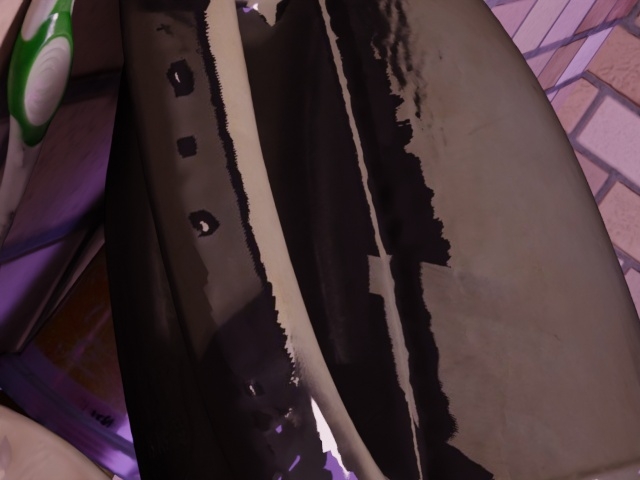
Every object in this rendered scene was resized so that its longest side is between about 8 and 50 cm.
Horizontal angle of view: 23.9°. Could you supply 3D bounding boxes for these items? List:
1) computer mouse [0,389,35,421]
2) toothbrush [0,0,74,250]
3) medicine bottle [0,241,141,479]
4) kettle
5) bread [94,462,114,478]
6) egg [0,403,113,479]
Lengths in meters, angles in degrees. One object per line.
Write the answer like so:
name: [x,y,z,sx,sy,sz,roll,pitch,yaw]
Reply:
computer mouse: [-0.200,0.153,0.772,0.045,0.102,0.199,-21,-171,42]
toothbrush: [-0.108,-0.073,0.602,0.030,0.030,0.304,-38,162,-54]
medicine bottle: [-0.016,-0.068,0.846,0.426,0.108,0.108,-54,170,-3]
kettle: [0.000,0.000,0.625,0.228,0.324,0.321,-18,168,16]
bread: [-0.216,0.187,0.920,0.286,0.056,0.207,-43,166,-47]
egg: [-0.186,0.221,0.552,0.278,0.278,0.336,-41,166,-50]
